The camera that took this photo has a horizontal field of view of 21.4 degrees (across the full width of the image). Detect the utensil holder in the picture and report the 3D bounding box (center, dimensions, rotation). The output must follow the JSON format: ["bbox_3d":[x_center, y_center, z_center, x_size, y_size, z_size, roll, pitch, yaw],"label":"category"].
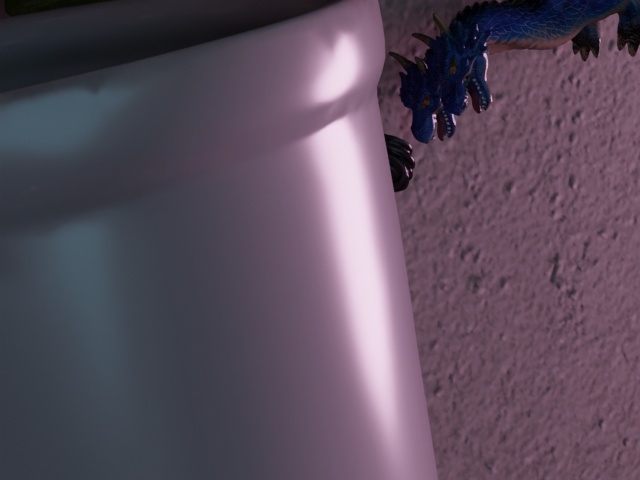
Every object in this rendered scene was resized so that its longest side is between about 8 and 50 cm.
[{"bbox_3d":[-0.106,0.113,0.680,0.327,0.327,0.385,-19,106,-28],"label":"utensil holder"}]

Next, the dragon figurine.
[{"bbox_3d":[0.127,-0.192,1.000,0.144,0.085,0.289,12,87,-30],"label":"dragon figurine"}]

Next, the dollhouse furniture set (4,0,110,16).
[{"bbox_3d":[-0.143,-0.227,0.781,0.301,0.151,0.198,14,74,-43],"label":"dollhouse furniture set"}]

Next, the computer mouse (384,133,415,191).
[{"bbox_3d":[0.000,0.000,0.916,0.193,0.106,0.042,89,23,-45],"label":"computer mouse"}]
